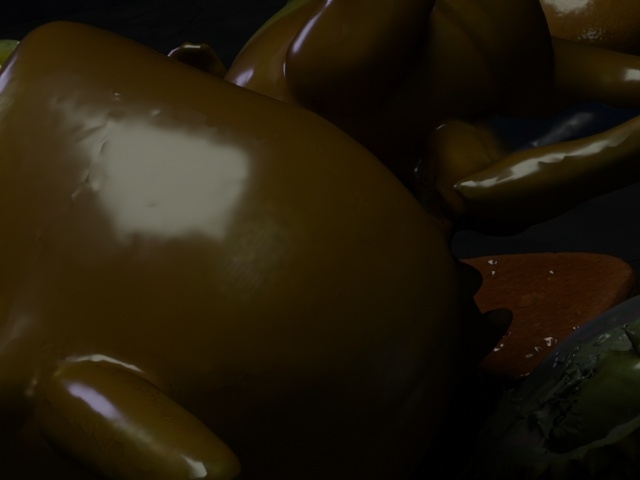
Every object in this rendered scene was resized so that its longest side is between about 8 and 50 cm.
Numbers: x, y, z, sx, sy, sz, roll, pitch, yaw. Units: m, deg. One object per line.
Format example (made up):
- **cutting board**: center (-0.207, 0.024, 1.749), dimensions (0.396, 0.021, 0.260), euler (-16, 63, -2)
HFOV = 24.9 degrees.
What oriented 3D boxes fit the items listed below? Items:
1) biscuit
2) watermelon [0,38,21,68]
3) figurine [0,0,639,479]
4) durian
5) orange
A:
- **biscuit**: center (0.095, 0.058, 0.890), dimensions (0.186, 0.036, 0.192), euler (-4, 20, 32)
- **watermelon**: center (-0.219, 0.038, 0.888), dimensions (0.331, 0.189, 0.330), euler (-8, 52, 10)
- **figurine**: center (0.008, -0.019, 0.596), dimensions (0.387, 0.268, 0.401), euler (-50, 9, -33)
- **durian**: center (0.143, 0.091, 0.682), dimensions (0.208, 0.102, 0.146), euler (-30, 8, 23)
- **orange**: center (0.260, -0.211, 1.465), dimensions (0.156, 0.124, 0.156), euler (-14, 16, 4)
